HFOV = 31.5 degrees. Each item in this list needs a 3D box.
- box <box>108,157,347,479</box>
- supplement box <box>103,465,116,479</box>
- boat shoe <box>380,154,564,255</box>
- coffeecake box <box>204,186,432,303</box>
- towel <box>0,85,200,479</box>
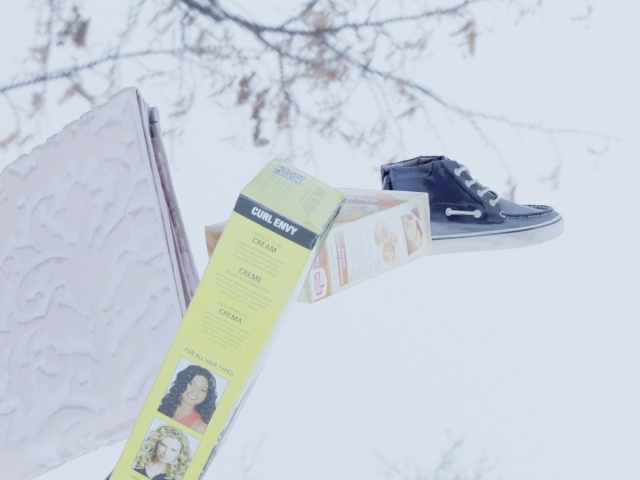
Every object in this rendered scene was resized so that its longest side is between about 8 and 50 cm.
[{"bbox_3d":[-0.062,0.065,0.747,0.058,0.087,0.232,27,-67,3],"label":"box"},{"bbox_3d":[-0.200,0.501,1.716,0.356,0.195,0.194,39,-13,6],"label":"supplement box"},{"bbox_3d":[0.253,-0.068,1.906,0.127,0.340,0.158,-152,-123,-69],"label":"boat shoe"},{"bbox_3d":[0.000,0.000,1.146,0.142,0.185,0.068,7,-71,43],"label":"coffeecake box"},{"bbox_3d":[-0.255,0.059,1.097,0.331,0.317,0.053,-27,-26,27],"label":"towel"}]
